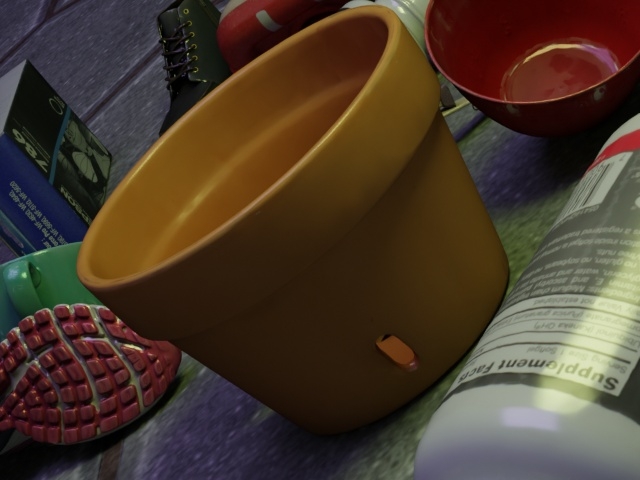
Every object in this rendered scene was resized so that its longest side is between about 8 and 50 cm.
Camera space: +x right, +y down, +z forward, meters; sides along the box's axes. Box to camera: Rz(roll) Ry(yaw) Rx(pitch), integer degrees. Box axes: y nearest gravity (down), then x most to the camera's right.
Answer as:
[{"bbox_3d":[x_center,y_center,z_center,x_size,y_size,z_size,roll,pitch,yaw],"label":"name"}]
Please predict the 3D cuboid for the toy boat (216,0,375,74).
[{"bbox_3d":[0.012,-0.197,1.949,0.231,0.151,0.151,-30,53,30],"label":"toy boat"}]

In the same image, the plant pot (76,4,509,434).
[{"bbox_3d":[0.000,0.000,1.409,0.291,0.203,0.291,-36,20,15],"label":"plant pot"}]

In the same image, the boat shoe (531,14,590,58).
[{"bbox_3d":[0.162,-0.218,1.700,0.110,0.104,0.307,-28,21,-3],"label":"boat shoe"}]

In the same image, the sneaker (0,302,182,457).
[{"bbox_3d":[-0.243,0.124,1.738,0.299,0.121,0.112,-18,-1,33],"label":"sneaker"}]

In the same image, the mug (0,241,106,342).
[{"bbox_3d":[-0.261,0.069,1.839,0.129,0.097,0.157,-25,-10,37],"label":"mug"}]

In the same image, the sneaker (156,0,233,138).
[{"bbox_3d":[-0.158,-0.193,2.231,0.083,0.118,0.222,-27,24,33],"label":"sneaker"}]

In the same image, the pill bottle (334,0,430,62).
[{"bbox_3d":[0.033,-0.154,1.817,0.193,0.108,0.108,-46,20,-13],"label":"pill bottle"}]

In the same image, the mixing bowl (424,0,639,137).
[{"bbox_3d":[0.178,-0.146,1.502,0.181,0.098,0.181,-9,52,12],"label":"mixing bowl"}]

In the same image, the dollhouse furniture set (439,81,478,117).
[{"bbox_3d":[0.103,-0.129,1.698,0.081,0.091,0.114,-29,14,-12],"label":"dollhouse furniture set"}]

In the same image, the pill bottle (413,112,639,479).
[{"bbox_3d":[0.155,0.094,0.966,0.176,0.176,0.318,-16,32,50],"label":"pill bottle"}]

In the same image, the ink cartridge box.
[{"bbox_3d":[-0.319,-0.080,2.222,0.065,0.165,0.333,-34,21,13],"label":"ink cartridge box"}]
